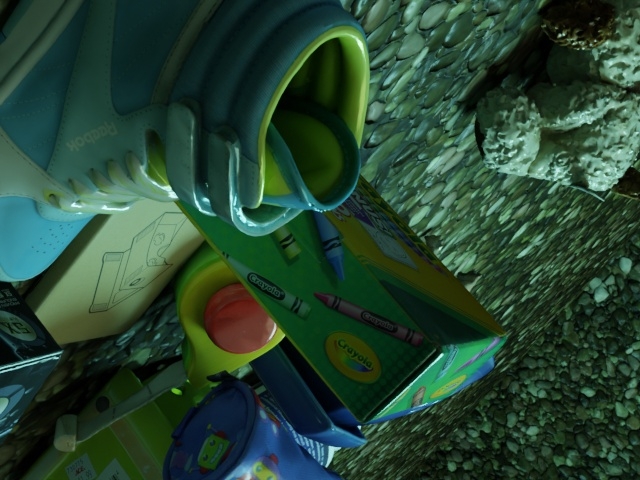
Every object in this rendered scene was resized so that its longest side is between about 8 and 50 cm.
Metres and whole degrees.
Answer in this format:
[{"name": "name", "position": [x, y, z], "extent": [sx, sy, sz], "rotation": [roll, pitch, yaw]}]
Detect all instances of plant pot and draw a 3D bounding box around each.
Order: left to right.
[{"name": "plant pot", "position": [-0.176, 0.274, 1.136], "extent": [0.228, 0.227, 0.207], "rotation": [-46, 155, 13]}, {"name": "plant pot", "position": [0.032, 0.090, 1.134], "extent": [0.212, 0.236, 0.236], "rotation": [-37, 161, 0]}]

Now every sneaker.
[{"name": "sneaker", "position": [-0.098, -0.044, 0.608], "extent": [0.127, 0.208, 0.319], "rotation": [-17, 149, -54]}]

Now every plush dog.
[{"name": "plush dog", "position": [0.323, -0.178, 1.228], "extent": [0.262, 0.211, 0.225], "rotation": [-13, 119, -58]}]

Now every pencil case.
[{"name": "pencil case", "position": [-0.022, 0.254, 1.012], "extent": [0.306, 0.133, 0.119], "rotation": [44, 78, -31]}]

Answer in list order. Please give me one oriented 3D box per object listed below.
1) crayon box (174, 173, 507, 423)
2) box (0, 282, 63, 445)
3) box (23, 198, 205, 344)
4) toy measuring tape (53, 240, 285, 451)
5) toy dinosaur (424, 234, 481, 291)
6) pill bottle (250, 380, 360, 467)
[{"name": "crayon box", "position": [0.000, 0.000, 0.786], "extent": [0.081, 0.278, 0.165], "rotation": [-47, 161, 16]}, {"name": "box", "position": [-0.302, 0.128, 0.779], "extent": [0.180, 0.077, 0.147], "rotation": [-52, 160, 25]}, {"name": "box", "position": [-0.160, 0.011, 0.895], "extent": [0.201, 0.021, 0.164], "rotation": [-49, 160, 19]}, {"name": "toy measuring tape", "position": [-0.135, 0.081, 0.998], "extent": [0.330, 0.121, 0.121], "rotation": [-29, 162, 5]}, {"name": "toy dinosaur", "position": [0.143, 0.121, 1.432], "extent": [0.127, 0.295, 0.200], "rotation": [-11, 111, -14]}, {"name": "pill bottle", "position": [-0.076, 0.274, 1.426], "extent": [0.265, 0.153, 0.153], "rotation": [-25, 155, -41]}]
